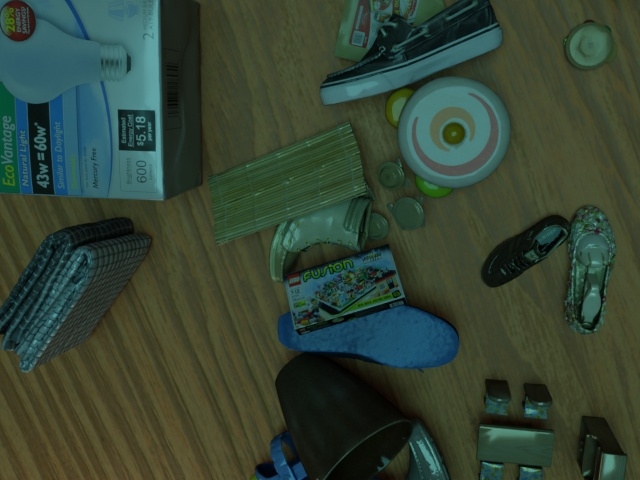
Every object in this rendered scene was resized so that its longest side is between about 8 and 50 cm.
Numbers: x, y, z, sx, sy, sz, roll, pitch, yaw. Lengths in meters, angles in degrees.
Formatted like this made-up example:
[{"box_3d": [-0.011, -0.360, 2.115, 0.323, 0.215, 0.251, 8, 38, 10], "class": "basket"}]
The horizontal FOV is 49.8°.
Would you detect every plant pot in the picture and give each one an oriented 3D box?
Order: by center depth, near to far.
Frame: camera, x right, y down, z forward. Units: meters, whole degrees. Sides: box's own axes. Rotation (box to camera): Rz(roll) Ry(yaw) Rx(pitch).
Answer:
[{"box_3d": [0.020, 0.327, 1.305, 0.215, 0.215, 0.230, -51, 56, 14], "class": "plant pot"}]

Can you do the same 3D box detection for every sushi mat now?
[{"box_3d": [-0.068, -0.103, 1.281, 0.316, 0.019, 0.151, -19, 62, 18], "class": "sushi mat"}]

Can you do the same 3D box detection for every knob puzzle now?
[{"box_3d": [0.137, -0.398, 1.239, 0.213, 0.030, 0.213, 1, 113, 2], "class": "knob puzzle"}]

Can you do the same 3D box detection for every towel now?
[{"box_3d": [-0.479, 0.090, 1.328, 0.121, 0.235, 0.283, 37, 103, 4], "class": "towel"}]

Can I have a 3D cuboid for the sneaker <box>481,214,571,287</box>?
[{"box_3d": [0.373, 0.021, 1.264, 0.188, 0.071, 0.066, -43, 92, 13], "class": "sneaker"}]

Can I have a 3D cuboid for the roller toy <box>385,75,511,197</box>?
[{"box_3d": [0.230, -0.192, 1.207, 0.191, 0.146, 0.209, -23, 96, 12], "class": "roller toy"}]

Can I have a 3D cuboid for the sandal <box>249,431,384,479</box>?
[{"box_3d": [0.006, 0.472, 1.376, 0.317, 0.126, 0.138, 7, 95, 13], "class": "sandal"}]

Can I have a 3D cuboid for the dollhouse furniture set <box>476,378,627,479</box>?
[{"box_3d": [0.417, 0.397, 1.284, 0.242, 0.161, 0.212, 3, 102, 8], "class": "dollhouse furniture set"}]

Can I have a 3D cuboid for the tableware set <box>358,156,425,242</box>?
[{"box_3d": [0.114, -0.073, 1.283, 0.169, 0.020, 0.141, -18, 98, 39], "class": "tableware set"}]

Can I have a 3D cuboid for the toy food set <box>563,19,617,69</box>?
[{"box_3d": [0.470, -0.341, 1.205, 0.083, 0.020, 0.082, -25, 96, 13], "class": "toy food set"}]

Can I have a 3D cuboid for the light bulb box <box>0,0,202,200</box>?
[{"box_3d": [-0.420, -0.265, 1.254, 0.361, 0.225, 0.358, 2, 101, 7], "class": "light bulb box"}]

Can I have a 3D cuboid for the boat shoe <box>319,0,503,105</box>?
[{"box_3d": [0.145, -0.336, 1.199, 0.335, 0.121, 0.119, -22, 104, -1], "class": "boat shoe"}]

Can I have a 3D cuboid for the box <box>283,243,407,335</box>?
[{"box_3d": [0.043, 0.090, 1.265, 0.207, 0.036, 0.114, -18, 62, 6], "class": "box"}]

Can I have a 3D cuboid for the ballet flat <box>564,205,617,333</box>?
[{"box_3d": [0.493, 0.060, 1.251, 0.091, 0.077, 0.241, -1, 100, 10], "class": "ballet flat"}]

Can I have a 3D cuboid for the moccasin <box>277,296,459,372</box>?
[{"box_3d": [0.093, 0.163, 1.318, 0.342, 0.117, 0.137, 9, 90, 12], "class": "moccasin"}]

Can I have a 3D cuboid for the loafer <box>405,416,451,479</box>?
[{"box_3d": [0.210, 0.505, 1.363, 0.111, 0.112, 0.319, -18, 98, 3], "class": "loafer"}]

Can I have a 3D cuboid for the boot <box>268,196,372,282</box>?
[{"box_3d": [0.000, 0.000, 1.303, 0.165, 0.077, 0.213, 19, 99, 17], "class": "boot"}]
